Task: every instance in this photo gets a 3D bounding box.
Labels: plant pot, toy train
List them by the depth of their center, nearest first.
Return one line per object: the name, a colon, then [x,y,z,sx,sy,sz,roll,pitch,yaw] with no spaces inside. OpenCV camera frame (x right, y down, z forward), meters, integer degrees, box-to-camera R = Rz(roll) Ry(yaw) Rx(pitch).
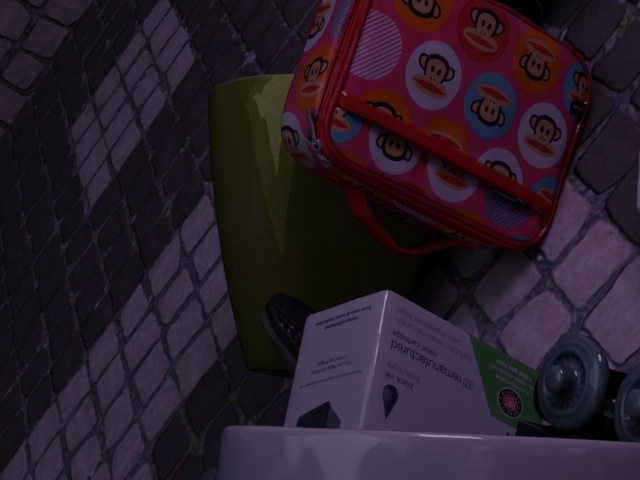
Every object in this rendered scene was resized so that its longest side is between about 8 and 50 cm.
toy train: [0.265,0.187,1.063,0.334,0.142,0.190,14,89,59]
plant pot: [0.000,0.000,1.547,0.275,0.275,0.293,-8,74,56]

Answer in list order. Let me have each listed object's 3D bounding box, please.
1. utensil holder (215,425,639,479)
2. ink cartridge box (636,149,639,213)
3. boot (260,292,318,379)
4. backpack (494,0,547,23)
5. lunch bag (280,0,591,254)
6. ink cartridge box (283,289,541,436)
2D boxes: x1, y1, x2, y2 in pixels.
utensil holder: [0.074,0.318,0.930,0.327,0.328,0.385,-9,77,56]
ink cartridge box: [0.358,-0.085,1.202,0.175,0.072,0.127,-26,44,47]
boot: [-0.017,0.189,1.426,0.161,0.246,0.083,-41,-8,26]
backpack: [0.145,-0.305,1.620,0.166,0.188,0.144,-32,40,43]
lunch bag: [0.108,-0.113,1.402,0.120,0.293,0.258,5,73,61]
ink cartridge box: [0.073,0.222,1.249,0.121,0.211,0.289,-22,48,47]
